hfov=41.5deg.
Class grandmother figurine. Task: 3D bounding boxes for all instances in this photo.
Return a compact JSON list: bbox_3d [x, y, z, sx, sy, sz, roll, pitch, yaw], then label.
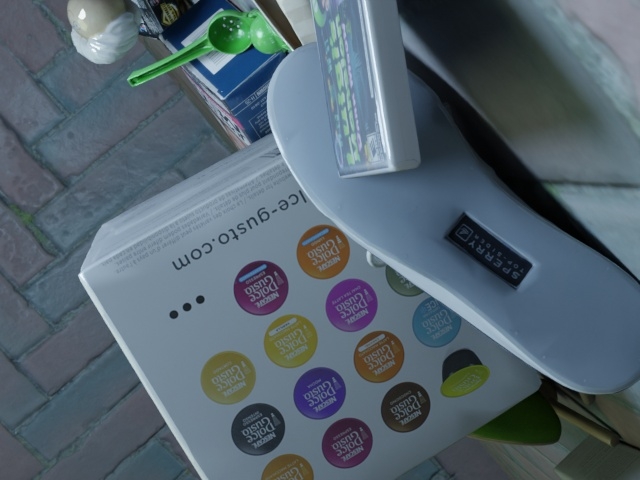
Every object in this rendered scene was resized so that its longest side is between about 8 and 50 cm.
[{"bbox_3d":[-0.280,-0.362,0.956,0.208,0.104,0.342,-124,21,-47],"label":"grandmother figurine"}]

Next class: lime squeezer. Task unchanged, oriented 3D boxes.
[{"bbox_3d":[-0.093,-0.231,0.986,0.310,0.110,0.059,7,131,35],"label":"lime squeezer"}]

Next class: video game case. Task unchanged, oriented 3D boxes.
[{"bbox_3d":[0.020,-0.136,0.548,0.173,0.022,0.190,-162,62,-81],"label":"video game case"}]

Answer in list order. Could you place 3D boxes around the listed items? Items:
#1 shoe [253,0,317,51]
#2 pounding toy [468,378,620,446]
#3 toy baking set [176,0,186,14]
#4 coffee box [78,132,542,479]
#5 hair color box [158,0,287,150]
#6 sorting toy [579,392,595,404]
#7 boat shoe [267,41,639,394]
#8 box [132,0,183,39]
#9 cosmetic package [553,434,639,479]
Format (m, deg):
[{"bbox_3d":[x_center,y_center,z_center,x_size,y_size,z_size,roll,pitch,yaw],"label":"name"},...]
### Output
[{"bbox_3d":[-0.034,-0.217,0.727,0.219,0.058,0.076,50,175,-17],"label":"shoe"},{"bbox_3d":[0.243,0.183,1.079,0.236,0.110,0.183,7,-177,-23],"label":"pounding toy"},{"bbox_3d":[-0.191,-0.338,1.443,0.197,0.030,0.256,46,175,4],"label":"toy baking set"},{"bbox_3d":[-0.027,0.069,0.940,0.334,0.337,0.338,62,172,-12],"label":"coffee box"},{"bbox_3d":[-0.077,-0.174,1.213,0.174,0.105,0.347,46,175,34],"label":"hair color box"},{"bbox_3d":[0.187,0.048,0.928,0.229,0.041,0.307,44,174,45],"label":"sorting toy"},{"bbox_3d":[0.109,-0.016,0.707,0.367,0.136,0.156,38,176,9],"label":"boat shoe"},{"bbox_3d":[-0.320,-0.425,1.329,0.175,0.051,0.220,23,151,39],"label":"box"},{"bbox_3d":[0.385,0.317,1.031,0.117,0.085,0.231,49,174,-1],"label":"cosmetic package"}]
